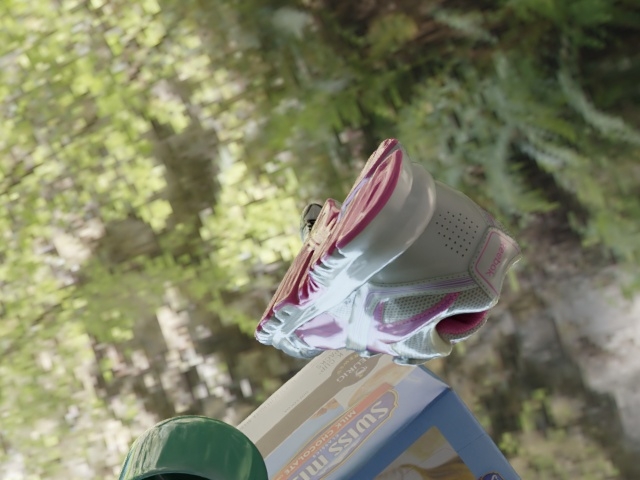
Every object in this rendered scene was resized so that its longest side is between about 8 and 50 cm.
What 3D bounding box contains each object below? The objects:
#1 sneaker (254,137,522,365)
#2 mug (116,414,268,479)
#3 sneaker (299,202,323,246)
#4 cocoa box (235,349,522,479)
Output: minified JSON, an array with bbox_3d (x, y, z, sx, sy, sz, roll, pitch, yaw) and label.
[{"bbox_3d":[0.040,0.031,1.033,0.111,0.252,0.103,31,-108,-5],"label":"sneaker"},{"bbox_3d":[-0.122,0.217,1.479,0.097,0.158,0.129,-79,-28,-56],"label":"mug"},{"bbox_3d":[0.000,0.000,1.391,0.037,0.032,0.083,91,174,-56],"label":"sneaker"},{"bbox_3d":[0.091,0.297,1.693,0.231,0.228,0.347,-40,-66,-7],"label":"cocoa box"}]
